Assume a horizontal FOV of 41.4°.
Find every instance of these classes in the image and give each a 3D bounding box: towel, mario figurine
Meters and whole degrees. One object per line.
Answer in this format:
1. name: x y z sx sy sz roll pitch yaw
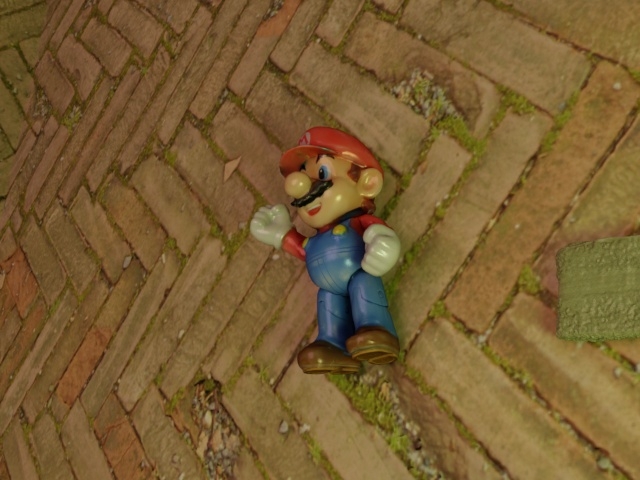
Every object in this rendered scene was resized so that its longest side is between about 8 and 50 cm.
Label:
1. towel: 0.299 0.046 0.833 0.148 0.027 0.110 -12 63 42
2. mario figurine: 0.000 0.000 1.062 0.198 0.170 0.320 -10 68 6
